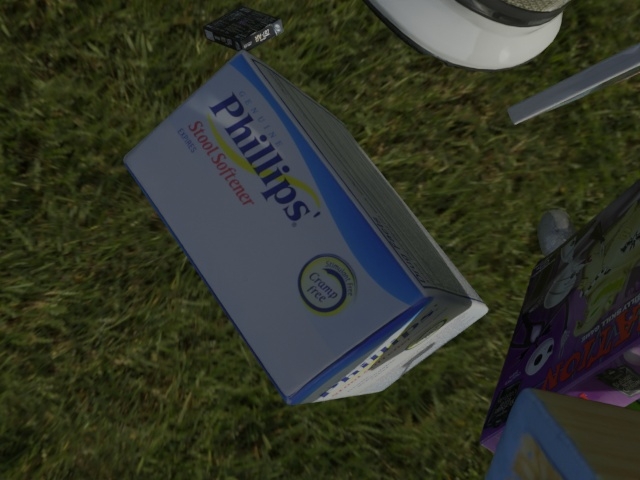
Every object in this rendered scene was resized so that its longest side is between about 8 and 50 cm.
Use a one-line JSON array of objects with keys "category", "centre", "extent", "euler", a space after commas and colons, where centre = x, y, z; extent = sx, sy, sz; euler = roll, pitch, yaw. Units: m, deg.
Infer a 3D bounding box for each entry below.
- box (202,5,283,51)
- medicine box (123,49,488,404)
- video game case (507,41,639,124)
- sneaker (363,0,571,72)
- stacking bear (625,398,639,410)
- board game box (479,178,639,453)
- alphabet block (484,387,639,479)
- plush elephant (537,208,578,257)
[{"category": "box", "centre": [-0.099, -0.269, 1.218], "extent": [0.067, 0.083, 0.018], "euler": [-36, 133, -27]}, {"category": "medicine box", "centre": [0.000, 0.000, 0.898], "extent": [0.149, 0.289, 0.263], "euler": [-40, 73, 11]}, {"category": "video game case", "centre": [0.391, -0.223, 1.204], "extent": [0.285, 0.204, 0.025], "euler": [-24, 90, -41]}, {"category": "sneaker", "centre": [0.014, -0.316, 0.494], "extent": [0.447, 0.257, 0.169], "euler": [42, 59, 1]}, {"category": "stacking bear", "centre": [0.430, 0.312, 1.357], "extent": [0.289, 0.175, 0.164], "euler": [-20, 119, -1]}, {"category": "board game box", "centre": [0.249, 0.017, 0.701], "extent": [0.056, 0.347, 0.208], "euler": [30, 49, -8]}, {"category": "alphabet block", "centre": [0.195, 0.214, 0.514], "extent": [0.197, 0.193, 0.192], "euler": [14, 107, -12]}, {"category": "plush elephant", "centre": [0.509, 0.057, 1.323], "extent": [0.330, 0.255, 0.271], "euler": [16, 52, -21]}]
